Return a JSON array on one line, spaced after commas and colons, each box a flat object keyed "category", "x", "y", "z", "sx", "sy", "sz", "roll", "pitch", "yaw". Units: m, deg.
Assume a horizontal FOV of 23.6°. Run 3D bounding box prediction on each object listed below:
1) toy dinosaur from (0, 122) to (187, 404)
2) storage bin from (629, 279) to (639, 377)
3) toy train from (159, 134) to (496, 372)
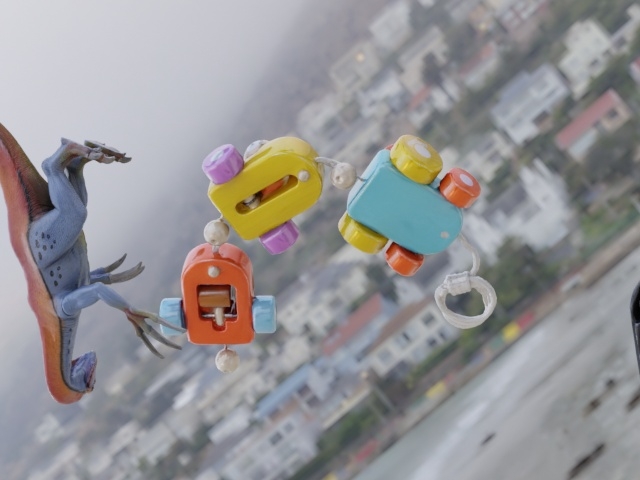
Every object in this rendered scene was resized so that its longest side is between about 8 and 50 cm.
[{"category": "toy dinosaur", "x": -0.083, "y": 0.008, "z": 0.481, "sx": 0.047, "sy": 0.090, "sz": 0.082, "roll": -122, "pitch": 53, "yaw": -81}, {"category": "storage bin", "x": 0.185, "y": 0.069, "z": 0.517, "sx": 0.122, "sy": 0.180, "sz": 0.084, "roll": 6, "pitch": 33, "yaw": 35}, {"category": "toy train", "x": 0.000, "y": 0.000, "z": 0.749, "sx": 0.166, "sy": 0.125, "sz": 0.046, "roll": -5, "pitch": 32, "yaw": 7}]
